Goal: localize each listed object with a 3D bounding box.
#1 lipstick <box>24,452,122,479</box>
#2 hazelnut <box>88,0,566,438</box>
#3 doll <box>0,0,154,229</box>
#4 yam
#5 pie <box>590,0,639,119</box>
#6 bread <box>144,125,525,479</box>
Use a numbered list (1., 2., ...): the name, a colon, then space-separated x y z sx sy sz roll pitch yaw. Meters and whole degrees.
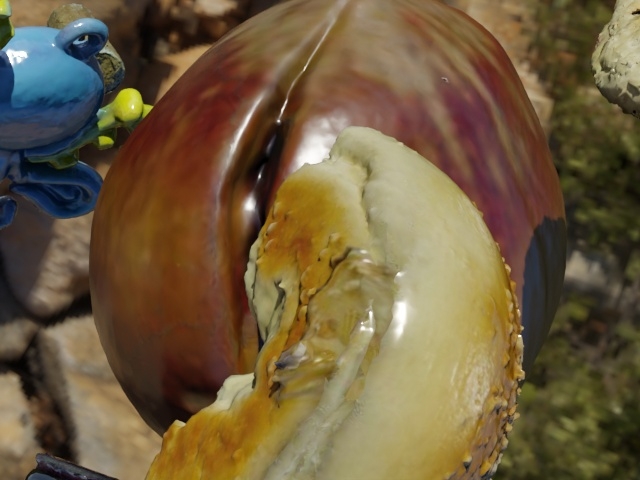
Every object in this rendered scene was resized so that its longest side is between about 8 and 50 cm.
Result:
1. lipstick: -0.029 0.259 1.288 0.418 0.077 0.077 22 90 -6
2. hazelnut: 0.000 0.000 1.415 0.429 0.402 0.402 -36 127 -49
3. doll: -0.296 -0.104 1.563 0.346 0.341 0.098 14 55 -48
4. yam: -0.229 -0.186 1.708 0.054 0.132 0.054 -11 123 -17
5. pie: 0.307 -0.133 1.136 0.274 0.274 0.055 -29 127 -29
6. bread: 0.033 0.084 1.024 0.171 0.192 0.314 29 73 -26
